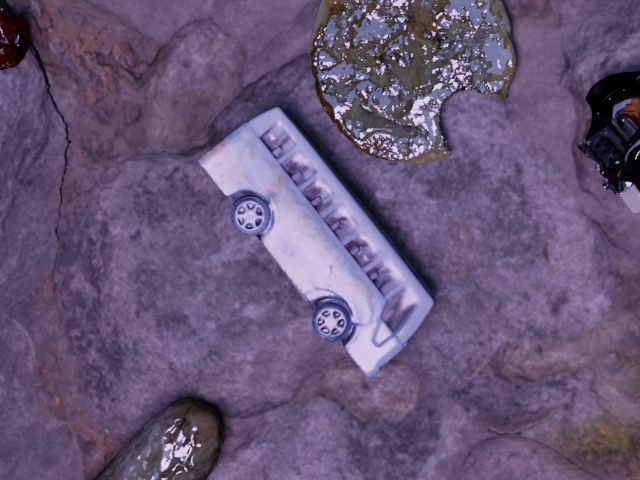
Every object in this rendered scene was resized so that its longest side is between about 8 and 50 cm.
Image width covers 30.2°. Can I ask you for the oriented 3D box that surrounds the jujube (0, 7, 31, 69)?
[{"bbox_3d":[-0.443,-0.254,1.466,0.165,0.104,0.104,21,104,7],"label":"jujube"}]

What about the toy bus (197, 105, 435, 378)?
[{"bbox_3d":[0.000,0.000,1.411,0.136,0.109,0.330,-38,91,5],"label":"toy bus"}]

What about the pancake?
[{"bbox_3d":[0.102,-0.219,1.381,0.253,0.037,0.254,2,99,12],"label":"pancake"}]

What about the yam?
[{"bbox_3d":[-0.243,0.335,1.510,0.133,0.133,0.330,40,101,4],"label":"yam"}]

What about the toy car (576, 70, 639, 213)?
[{"bbox_3d":[0.417,-0.151,1.243,0.301,0.193,0.118,-34,111,13],"label":"toy car"}]
